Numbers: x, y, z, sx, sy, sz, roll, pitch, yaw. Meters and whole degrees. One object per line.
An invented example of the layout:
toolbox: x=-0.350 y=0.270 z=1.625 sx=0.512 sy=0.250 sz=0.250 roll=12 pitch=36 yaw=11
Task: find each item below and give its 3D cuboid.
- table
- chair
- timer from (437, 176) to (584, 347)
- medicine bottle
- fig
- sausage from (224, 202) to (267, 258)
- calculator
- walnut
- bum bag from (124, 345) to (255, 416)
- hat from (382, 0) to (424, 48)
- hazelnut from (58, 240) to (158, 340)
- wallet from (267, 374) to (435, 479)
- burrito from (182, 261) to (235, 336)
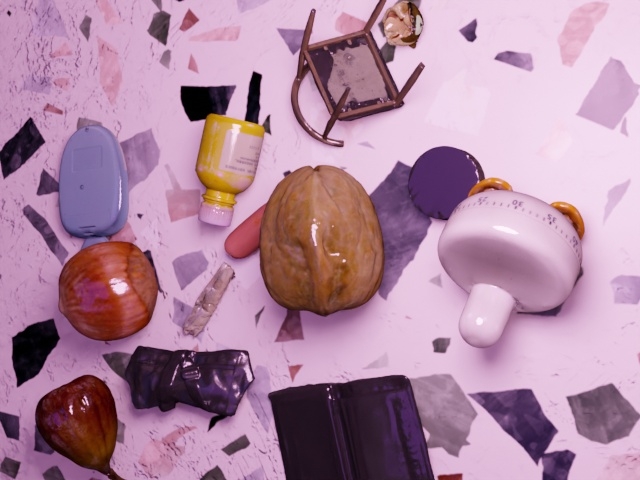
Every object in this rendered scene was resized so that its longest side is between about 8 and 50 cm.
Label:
table: x=0.227 y=-0.103 z=1.533 sx=0.133 sy=0.043 sz=0.134 roll=0 pitch=89 yaw=26
chair: x=0.054 y=-0.305 z=1.561 sx=0.166 sy=0.272 sz=0.188 roll=-19 pitch=78 yaw=-19
timer: x=0.300 y=0.039 z=1.384 sx=0.233 sy=0.233 sz=0.240 roll=14 pitch=58 yaw=26
medicine bottle: x=-0.190 y=-0.137 z=1.697 sx=0.121 sy=0.122 sz=0.213 roll=16 pitch=96 yaw=26
fig: x=-0.494 y=0.427 z=1.834 sx=0.145 sy=0.170 sz=0.274 roll=-24 pitch=98 yaw=42
sausage: x=-0.125 y=-0.023 z=1.695 sx=0.154 sy=0.062 sz=0.062 roll=-39 pitch=73 yaw=20
calculator: x=-0.509 y=-0.107 z=1.897 sx=0.188 sy=0.042 sz=0.303 roll=-6 pitch=83 yaw=25
walnut: x=0.000 y=0.000 z=1.538 sx=0.227 sy=0.283 sz=0.283 roll=-5 pitch=86 yaw=-3
bum bag: x=-0.275 y=0.289 z=1.758 sx=0.310 sy=0.074 sz=0.137 roll=-2 pitch=78 yaw=26
hat: x=0.158 y=-0.397 z=1.566 sx=0.076 sy=0.059 sz=0.077 roll=-18 pitch=75 yaw=41
hazelnut: x=-0.445 y=0.108 z=1.778 sx=0.214 sy=0.176 sz=0.214 roll=5 pitch=71 yaw=-15
wallet: x=0.053 y=0.384 z=1.610 sx=0.322 sy=0.041 sz=0.247 roll=-15 pitch=82 yaw=29
burrito: x=-0.232 y=0.123 z=1.757 sx=0.045 sy=0.041 sz=0.185 roll=35 pitch=106 yaw=13
